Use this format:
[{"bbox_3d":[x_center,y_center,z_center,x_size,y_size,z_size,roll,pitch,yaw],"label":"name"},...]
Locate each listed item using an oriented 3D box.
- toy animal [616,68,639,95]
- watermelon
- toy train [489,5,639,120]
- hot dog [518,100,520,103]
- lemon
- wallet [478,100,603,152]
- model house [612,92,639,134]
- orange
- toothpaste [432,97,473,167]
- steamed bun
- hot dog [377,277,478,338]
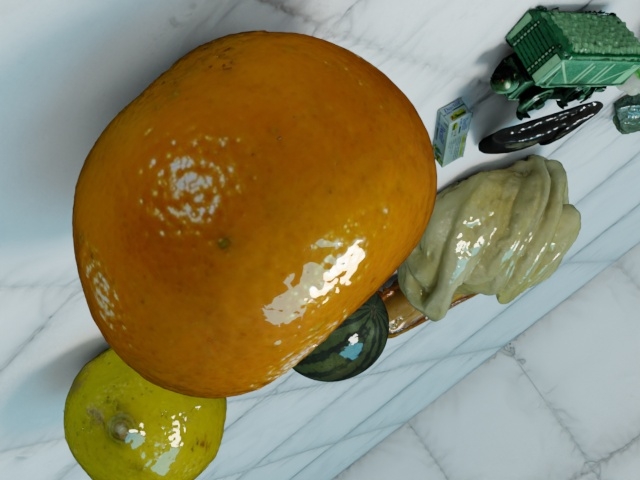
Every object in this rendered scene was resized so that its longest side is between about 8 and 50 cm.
[{"bbox_3d":[0.638,-0.327,1.838,0.181,0.180,0.363,-24,159,-8],"label":"toy animal"},{"bbox_3d":[0.018,0.156,1.992,0.212,0.212,0.212,-29,161,-11],"label":"watermelon"},{"bbox_3d":[0.366,-0.272,1.659,0.269,0.115,0.154,-8,147,-42],"label":"toy train"},{"bbox_3d":[0.360,-0.256,1.817,0.083,0.021,0.037,-42,170,21],"label":"hot dog"},{"bbox_3d":[-0.279,0.282,1.741,0.258,0.258,0.310,-35,170,5],"label":"lemon"},{"bbox_3d":[0.349,-0.173,1.759,0.170,0.044,0.321,-15,-179,4],"label":"wallet"},{"bbox_3d":[0.624,-0.264,2.183,0.078,0.066,0.083,-24,144,5],"label":"model house"},{"bbox_3d":[-0.080,-0.033,1.191,0.424,0.326,0.424,-43,177,-3],"label":"orange"},{"bbox_3d":[0.212,-0.171,1.763,0.046,0.034,0.164,-30,161,-9],"label":"toothpaste"},{"bbox_3d":[0.333,0.003,2.102,0.372,0.230,0.325,-28,164,-22],"label":"steamed bun"},{"bbox_3d":[0.231,0.104,2.341,0.349,0.117,0.158,-26,179,-16],"label":"hot dog"}]
